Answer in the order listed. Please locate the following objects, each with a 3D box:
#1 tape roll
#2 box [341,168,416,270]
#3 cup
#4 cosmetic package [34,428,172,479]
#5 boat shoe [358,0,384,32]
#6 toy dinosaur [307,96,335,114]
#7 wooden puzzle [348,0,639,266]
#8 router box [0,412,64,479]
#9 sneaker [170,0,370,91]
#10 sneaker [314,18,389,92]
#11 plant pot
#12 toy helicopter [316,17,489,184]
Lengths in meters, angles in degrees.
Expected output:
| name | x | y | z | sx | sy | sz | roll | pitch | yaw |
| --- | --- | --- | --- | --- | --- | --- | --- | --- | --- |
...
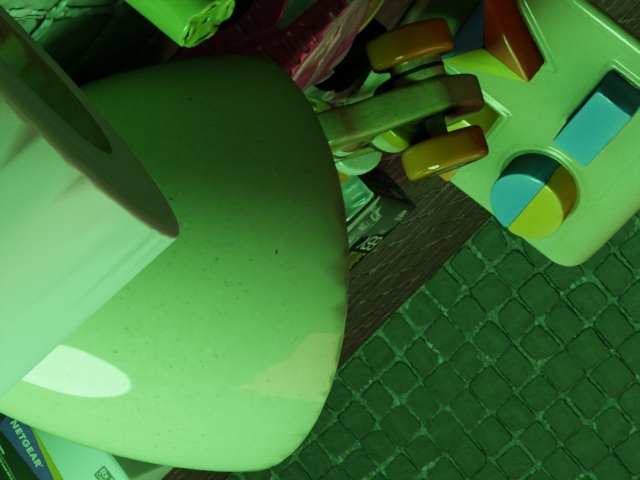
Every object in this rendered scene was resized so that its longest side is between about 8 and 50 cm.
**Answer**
| name | x | y | z | sx | sy | sz | roll | pitch | yaw |
| --- | --- | --- | --- | --- | --- | --- | --- | --- | --- |
| tape roll | -0.214 | -0.038 | 0.779 | 0.169 | 0.246 | 0.246 | -42 | 169 | 3 |
| box | 0.000 | 0.000 | 2.118 | 0.242 | 0.076 | 0.307 | -43 | 169 | 9 |
| cup | -0.166 | 0.019 | 1.129 | 0.237 | 0.331 | 0.331 | -1 | 147 | -31 |
| cosmetic package | -0.311 | 0.295 | 2.001 | 0.151 | 0.151 | 0.184 | -44 | 168 | 15 |
| boat shoe | -0.001 | -0.205 | 1.375 | 0.153 | 0.056 | 0.048 | -33 | 173 | -3 |
| toy dinosaur | 0.014 | -0.117 | 1.692 | 0.211 | 0.064 | 0.112 | -11 | 163 | 7 |
| wooden puzzle | 0.228 | -0.137 | 1.672 | 0.080 | 0.348 | 0.322 | -57 | -178 | -42 |
| router box | -0.377 | 0.255 | 1.197 | 0.243 | 0.081 | 0.309 | -29 | 178 | -41 |
| sneaker | -0.037 | -0.159 | 1.294 | 0.252 | 0.103 | 0.111 | -44 | 167 | 15 |
| sneaker | 0.019 | -0.184 | 1.531 | 0.089 | 0.051 | 0.170 | -50 | 169 | 26 |
| plant pot | -0.103 | -0.179 | 1.048 | 0.083 | 0.079 | 0.083 | -40 | 170 | -8 |
| toy helicopter | -0.008 | -0.095 | 1.506 | 0.355 | 0.140 | 0.235 | -18 | 178 | 1 |
